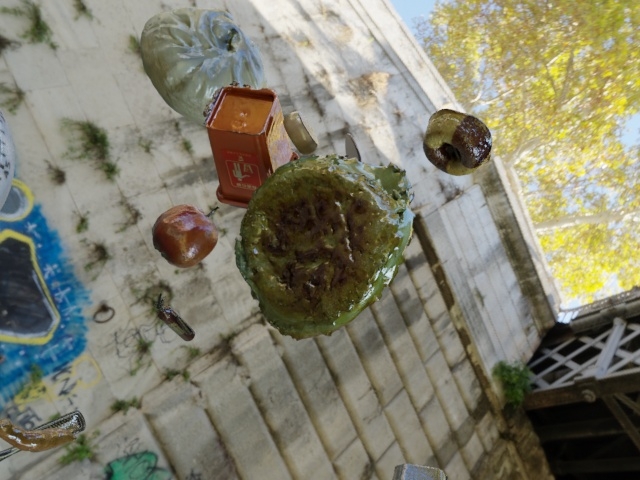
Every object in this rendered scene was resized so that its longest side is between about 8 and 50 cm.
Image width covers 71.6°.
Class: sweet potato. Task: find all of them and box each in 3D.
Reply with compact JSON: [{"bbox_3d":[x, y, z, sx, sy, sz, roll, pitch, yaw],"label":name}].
[{"bbox_3d":[-0.455,0.317,0.710,0.044,0.044,0.179,38,-14,25],"label":"sweet potato"}]

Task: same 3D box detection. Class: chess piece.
[{"bbox_3d":[-0.035,-0.200,0.829,0.038,0.083,0.084,-31,-92,12],"label":"chess piece"}]

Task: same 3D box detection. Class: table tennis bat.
[{"bbox_3d":[0.123,-0.237,1.460,0.154,0.021,0.274,86,-12,-51],"label":"table tennis bat"}]

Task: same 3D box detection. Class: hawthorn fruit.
[{"bbox_3d":[-0.333,-0.024,1.139,0.157,0.194,0.157,38,-24,21],"label":"hawthorn fruit"}]

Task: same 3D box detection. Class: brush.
[{"bbox_3d":[-0.562,0.393,0.859,0.016,0.193,0.063,35,-47,45],"label":"brush"}]

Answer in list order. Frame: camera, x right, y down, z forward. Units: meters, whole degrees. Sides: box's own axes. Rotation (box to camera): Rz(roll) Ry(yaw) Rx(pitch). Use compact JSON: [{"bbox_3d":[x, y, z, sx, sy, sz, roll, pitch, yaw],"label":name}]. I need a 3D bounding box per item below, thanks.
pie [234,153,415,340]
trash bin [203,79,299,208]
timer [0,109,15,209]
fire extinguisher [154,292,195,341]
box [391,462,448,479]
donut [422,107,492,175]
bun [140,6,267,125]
[{"bbox_3d":[0.000,0.000,0.766,0.288,0.103,0.355,34,-86,28],"label":"pie"},{"bbox_3d":[-0.134,-0.192,0.902,0.161,0.185,0.239,10,-30,8],"label":"trash bin"},{"bbox_3d":[-0.470,-0.103,0.404,0.285,0.285,0.285,25,-52,35],"label":"timer"},{"bbox_3d":[-0.278,0.161,0.864,0.049,0.035,0.173,46,-16,27],"label":"fire extinguisher"},{"bbox_3d":[0.169,0.555,0.775,0.138,0.178,0.275,5,-86,15],"label":"box"},{"bbox_3d":[0.311,-0.218,1.027,0.166,0.073,0.184,33,-14,13],"label":"donut"},{"bbox_3d":[-0.302,-0.495,1.239,0.210,0.359,0.360,-20,-83,47],"label":"bun"}]
